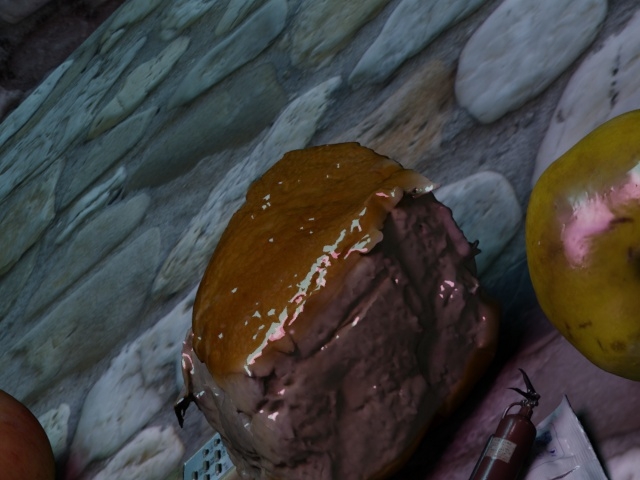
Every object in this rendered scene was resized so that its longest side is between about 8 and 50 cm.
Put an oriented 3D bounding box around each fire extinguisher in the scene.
[{"bbox_3d":[0.123,0.181,1.211,0.173,0.035,0.049,-60,-13,-23],"label":"fire extinguisher"}]

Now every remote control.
[{"bbox_3d":[-0.082,0.211,1.608,0.233,0.038,0.098,-43,24,15],"label":"remote control"}]

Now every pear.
[{"bbox_3d":[0.237,0.001,1.141,0.200,0.200,0.200,-40,24,22],"label":"pear"}]

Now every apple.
[{"bbox_3d":[-0.433,0.285,1.912,0.261,0.194,0.261,-19,32,12],"label":"apple"}]

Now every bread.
[{"bbox_3d":[0.002,0.080,1.403,0.279,0.225,0.250,-45,27,-12],"label":"bread"}]

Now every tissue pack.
[{"bbox_3d":[0.130,0.212,1.221,0.193,0.026,0.122,-43,24,16],"label":"tissue pack"}]
